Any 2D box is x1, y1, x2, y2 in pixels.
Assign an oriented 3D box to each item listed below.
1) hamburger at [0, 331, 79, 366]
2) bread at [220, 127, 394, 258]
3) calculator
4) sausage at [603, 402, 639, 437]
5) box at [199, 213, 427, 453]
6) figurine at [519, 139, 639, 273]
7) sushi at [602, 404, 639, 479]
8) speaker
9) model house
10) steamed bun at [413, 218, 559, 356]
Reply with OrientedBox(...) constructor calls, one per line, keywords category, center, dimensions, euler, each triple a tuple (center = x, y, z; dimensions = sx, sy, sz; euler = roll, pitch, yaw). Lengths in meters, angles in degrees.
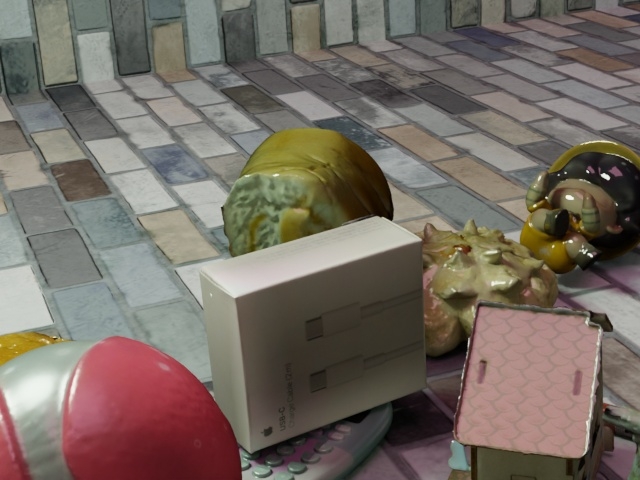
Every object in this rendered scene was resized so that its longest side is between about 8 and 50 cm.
OrientedBox(category="hamburger", center=(-0.367, 0.207, 1.341), dimensions=(0.244, 0.163, 0.244), euler=(-3, 14, 1))
OrientedBox(category="bread", center=(0.000, 0.000, 1.617), dimensions=(0.210, 0.301, 0.341), euler=(1, 18, 7))
OrientedBox(category="calculator", center=(-0.019, 0.225, 1.394), dimensions=(0.185, 0.041, 0.299), euler=(10, 28, 29))
OrientedBox(category="sausage", center=(0.387, 0.219, 1.357), dimensions=(0.253, 0.034, 0.034), euler=(12, 27, 32))
OrientedBox(category="box", center=(-0.003, 0.104, 1.358), dimensions=(0.251, 0.203, 0.106), euler=(-15, 27, -25))
OrientedBox(category="figurine", center=(0.406, -0.042, 1.818), dimensions=(0.192, 0.167, 0.257), euler=(39, 51, 22))
OrientedBox(category="sushi", center=(0.349, 0.251, 0.999), dimensions=(0.139, 0.274, 0.184), euler=(-17, 1, -36))
OrientedBox(category="speaker", center=(-0.214, 0.224, 1.093), dimensions=(0.294, 0.294, 0.294), euler=(-3, 22, 1))
OrientedBox(category="model house", center=(0.211, 0.180, 1.209), dimensions=(0.169, 0.244, 0.326), euler=(7, 26, 19))
OrientedBox(category="steamed bun", center=(0.201, 0.048, 1.677), dimensions=(0.295, 0.137, 0.292), euler=(-24, 27, -37))
